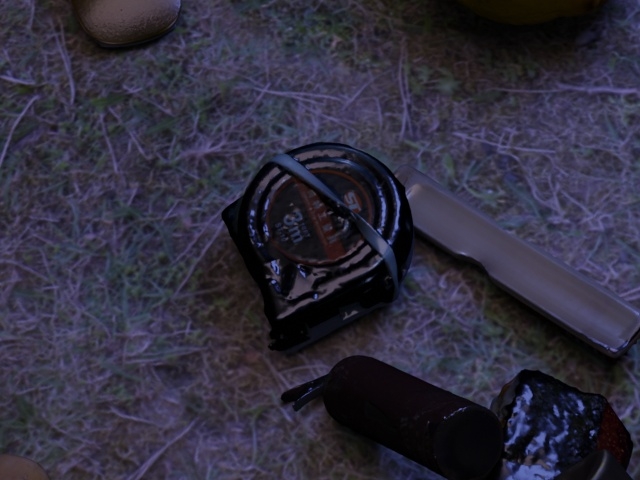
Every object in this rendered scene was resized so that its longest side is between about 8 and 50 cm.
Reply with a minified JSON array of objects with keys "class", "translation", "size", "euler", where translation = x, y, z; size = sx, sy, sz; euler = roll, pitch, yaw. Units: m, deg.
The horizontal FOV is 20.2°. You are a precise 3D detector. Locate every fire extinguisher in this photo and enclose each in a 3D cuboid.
[{"class":"fire extinguisher","translation":[0.058,0.157,1.648],"size":[0.089,0.072,0.267],"euler":[-31,22,-21]}]

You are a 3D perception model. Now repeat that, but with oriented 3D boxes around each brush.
[{"class":"brush","translation":[0.185,0.024,1.792],"size":[0.321,0.050,0.060],"euler":[35,71,30]}]

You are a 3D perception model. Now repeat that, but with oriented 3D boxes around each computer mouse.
[{"class":"computer mouse","translation":[-0.230,-0.323,2.020],"size":[0.126,0.056,0.245],"euler":[-14,59,-4]}]

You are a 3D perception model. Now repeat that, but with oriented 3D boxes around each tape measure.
[{"class":"tape measure","translation":[0.004,-0.002,1.784],"size":[0.181,0.107,0.182],"euler":[-20,61,-3]}]

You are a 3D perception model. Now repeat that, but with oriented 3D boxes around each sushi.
[{"class":"sushi","translation":[0.186,0.232,1.615],"size":[0.126,0.136,0.225],"euler":[29,63,0]}]

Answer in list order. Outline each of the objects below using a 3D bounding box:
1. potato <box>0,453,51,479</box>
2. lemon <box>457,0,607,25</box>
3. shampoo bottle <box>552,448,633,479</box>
[{"class":"potato","translation":[-0.305,0.272,1.652],"size":[0.109,0.118,0.178],"euler":[31,46,-18]},{"class":"lemon","translation":[0.216,-0.364,1.881],"size":[0.293,0.293,0.293],"euler":[-2,60,4]},{"class":"shampoo bottle","translation":[0.314,0.338,1.500],"size":[0.350,0.084,0.125],"euler":[51,31,-1]}]
